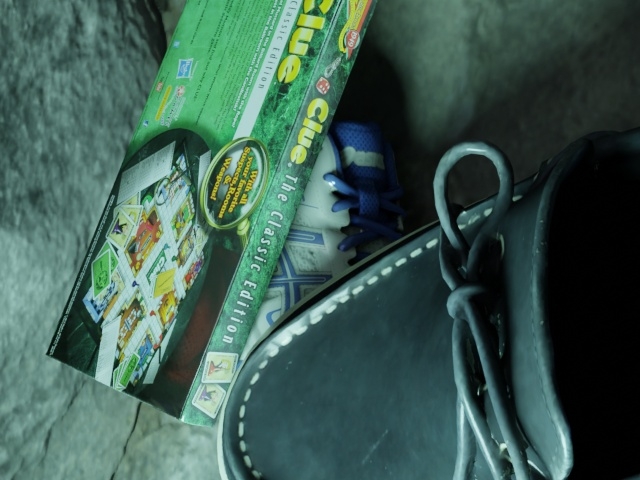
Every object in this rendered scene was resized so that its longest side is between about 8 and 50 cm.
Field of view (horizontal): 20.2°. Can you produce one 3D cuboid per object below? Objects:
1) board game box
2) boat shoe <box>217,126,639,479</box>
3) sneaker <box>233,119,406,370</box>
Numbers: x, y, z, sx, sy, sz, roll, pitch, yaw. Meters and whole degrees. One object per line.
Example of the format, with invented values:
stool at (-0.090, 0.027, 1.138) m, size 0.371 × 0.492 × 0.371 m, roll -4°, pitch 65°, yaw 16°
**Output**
board game box at (-0.062, -0.036, 1.004) m, size 0.136 × 0.030 × 0.260 m, roll 19°, pitch 86°, yaw 49°
boat shoe at (0.117, 0.037, 0.754) m, size 0.500 × 0.156 × 0.187 m, roll -16°, pitch 65°, yaw 43°
sneaker at (0.000, 0.000, 1.011) m, size 0.296 × 0.112 × 0.131 m, roll 50°, pitch 117°, yaw 35°
